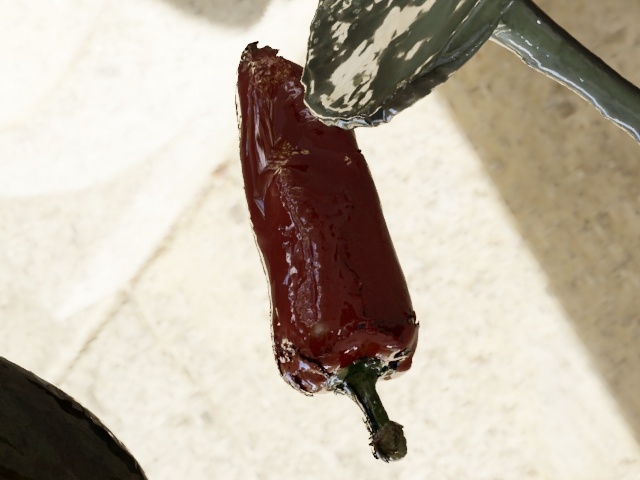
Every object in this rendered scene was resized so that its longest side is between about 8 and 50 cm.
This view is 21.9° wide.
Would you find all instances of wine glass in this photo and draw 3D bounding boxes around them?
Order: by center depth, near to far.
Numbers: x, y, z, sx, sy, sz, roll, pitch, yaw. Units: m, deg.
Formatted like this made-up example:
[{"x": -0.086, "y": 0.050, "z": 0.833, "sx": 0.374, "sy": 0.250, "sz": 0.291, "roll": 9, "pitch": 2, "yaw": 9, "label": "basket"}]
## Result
[{"x": 0.203, "y": -0.059, "z": 0.950, "sx": 0.406, "sy": 0.267, "sz": 0.267, "roll": 31, "pitch": 147, "yaw": -25, "label": "wine glass"}]

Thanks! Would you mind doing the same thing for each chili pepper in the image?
[{"x": 0.000, "y": 0.000, "z": 1.214, "sx": 0.110, "sy": 0.110, "sz": 0.388, "roll": -52, "pitch": 44, "yaw": 47, "label": "chili pepper"}]

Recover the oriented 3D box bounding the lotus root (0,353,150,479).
[{"x": -0.222, "y": 0.140, "z": 0.961, "sx": 0.274, "sy": 0.160, "sz": 0.152, "roll": 28, "pitch": 123, "yaw": -18, "label": "lotus root"}]
